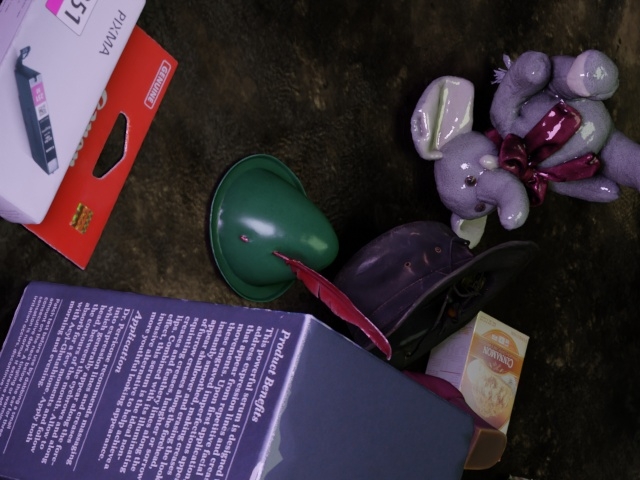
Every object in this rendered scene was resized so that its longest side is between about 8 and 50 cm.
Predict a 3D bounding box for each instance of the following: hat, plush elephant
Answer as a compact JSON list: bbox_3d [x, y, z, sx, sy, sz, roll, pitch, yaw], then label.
[{"bbox_3d":[0.108,0.060,1.924,0.331,0.331,0.134,-20,69,-47],"label":"hat"},{"bbox_3d":[0.000,0.000,1.775,0.208,0.183,0.173,53,56,-38],"label":"hat"},{"bbox_3d":[0.265,-0.113,2.043,0.255,0.330,0.272,-44,127,-9],"label":"plush elephant"}]

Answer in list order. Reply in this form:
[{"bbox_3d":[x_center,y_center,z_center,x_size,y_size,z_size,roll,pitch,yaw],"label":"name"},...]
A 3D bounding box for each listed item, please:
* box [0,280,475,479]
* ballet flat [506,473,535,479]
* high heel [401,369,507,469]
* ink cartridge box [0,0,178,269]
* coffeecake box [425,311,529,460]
[{"bbox_3d":[-0.103,0.201,1.511,0.293,0.395,0.212,35,67,-46],"label":"box"},{"bbox_3d":[0.261,0.449,2.221,0.077,0.091,0.241,34,60,-13],"label":"ballet flat"},{"bbox_3d":[0.064,0.206,1.887,0.377,0.181,0.127,26,93,-49],"label":"high heel"},{"bbox_3d":[-0.252,-0.138,1.564,0.239,0.060,0.275,40,64,-42],"label":"ink cartridge box"},{"bbox_3d":[0.211,0.202,2.133,0.142,0.068,0.185,28,73,-48],"label":"coffeecake box"}]
